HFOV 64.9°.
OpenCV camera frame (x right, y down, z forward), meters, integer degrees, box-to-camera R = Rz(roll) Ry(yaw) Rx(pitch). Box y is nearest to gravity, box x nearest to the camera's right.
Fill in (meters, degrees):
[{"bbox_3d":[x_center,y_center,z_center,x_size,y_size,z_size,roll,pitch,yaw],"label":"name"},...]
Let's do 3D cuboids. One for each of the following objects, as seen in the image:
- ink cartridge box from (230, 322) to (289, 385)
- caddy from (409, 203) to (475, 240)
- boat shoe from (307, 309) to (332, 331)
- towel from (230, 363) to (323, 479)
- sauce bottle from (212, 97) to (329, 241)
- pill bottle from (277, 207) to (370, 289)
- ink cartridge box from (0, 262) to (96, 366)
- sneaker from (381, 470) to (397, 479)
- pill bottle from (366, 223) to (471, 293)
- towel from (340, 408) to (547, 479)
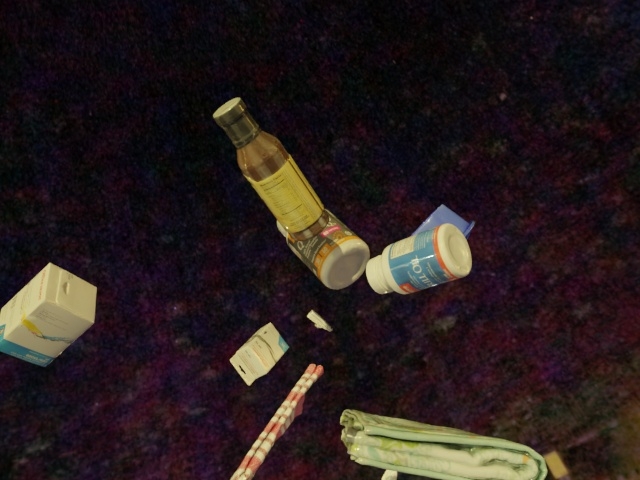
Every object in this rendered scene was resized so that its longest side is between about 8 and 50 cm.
[{"bbox_3d":[-0.184,0.347,1.550,0.060,0.104,0.180,-33,-175,33],"label":"ink cartridge box"},{"bbox_3d":[0.393,0.034,1.770,0.341,0.179,0.241,-47,175,5],"label":"caddy"},{"bbox_3d":[-0.004,0.281,1.717,0.100,0.035,0.035,42,95,-9],"label":"boat shoe"},{"bbox_3d":[-0.066,0.273,0.699,0.197,0.029,0.144,-48,167,-43],"label":"towel"},{"bbox_3d":[-0.106,-0.152,1.109,0.111,0.111,0.344,-29,119,9],"label":"sauce bottle"},{"bbox_3d":[0.000,0.000,1.442,0.162,0.278,0.162,-24,136,-26],"label":"pill bottle"},{"bbox_3d":[-0.824,0.226,1.522,0.232,0.171,0.168,-40,130,11],"label":"ink cartridge box"},{"bbox_3d":[0.248,0.842,1.801,0.061,0.152,0.054,-1,160,16],"label":"sneaker"},{"bbox_3d":[0.217,0.053,1.147,0.124,0.124,0.221,16,150,-42],"label":"pill bottle"},{"bbox_3d":[0.227,0.431,1.066,0.374,0.090,0.320,10,166,1],"label":"towel"}]
